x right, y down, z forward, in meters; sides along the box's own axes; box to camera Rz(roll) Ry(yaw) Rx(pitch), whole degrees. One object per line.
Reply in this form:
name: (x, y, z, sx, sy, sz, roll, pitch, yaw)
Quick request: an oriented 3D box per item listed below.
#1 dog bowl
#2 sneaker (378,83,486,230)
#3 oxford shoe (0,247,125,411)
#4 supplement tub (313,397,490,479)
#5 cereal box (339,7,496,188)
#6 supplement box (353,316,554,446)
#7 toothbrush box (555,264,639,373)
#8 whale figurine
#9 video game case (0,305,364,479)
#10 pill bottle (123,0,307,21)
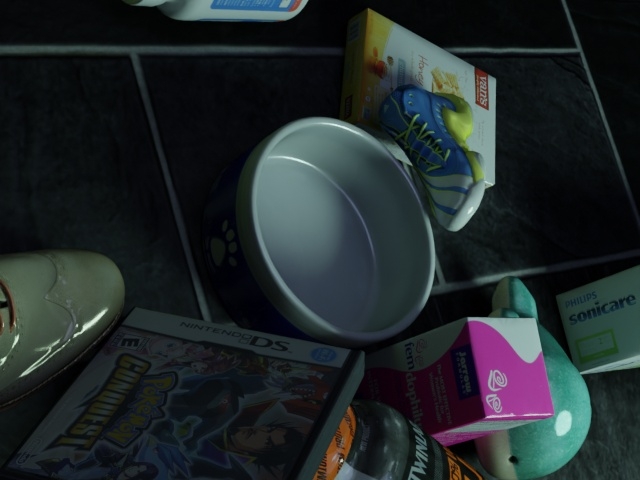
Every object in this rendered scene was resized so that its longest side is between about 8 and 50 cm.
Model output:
dog bowl: (0.000, 0.000, 1.411, 0.265, 0.104, 0.265, 17, 61, -34)
sneaker: (0.124, -0.108, 1.497, 0.126, 0.091, 0.240, 23, 33, -16)
oxford shoe: (-0.313, 0.084, 1.080, 0.397, 0.146, 0.140, -24, 85, -44)
supplement tub: (0.078, 0.302, 1.276, 0.338, 0.207, 0.207, 38, 51, -22)
cereal box: (0.134, -0.181, 1.639, 0.240, 0.047, 0.173, 21, 61, -32)
supplement box: (0.136, 0.164, 1.374, 0.114, 0.220, 0.111, 5, 68, -39)
toothbrush box: (0.504, 0.098, 1.724, 0.283, 0.206, 0.122, 1, 71, -41)
whale figurine: (0.257, 0.163, 1.511, 0.272, 0.141, 0.216, -75, 155, -50)
video game case: (-0.116, 0.163, 1.131, 0.275, 0.248, 0.035, -57, 153, -56)
pill bottle: (-0.125, -0.314, 1.427, 0.221, 0.124, 0.124, -8, 77, -43)
